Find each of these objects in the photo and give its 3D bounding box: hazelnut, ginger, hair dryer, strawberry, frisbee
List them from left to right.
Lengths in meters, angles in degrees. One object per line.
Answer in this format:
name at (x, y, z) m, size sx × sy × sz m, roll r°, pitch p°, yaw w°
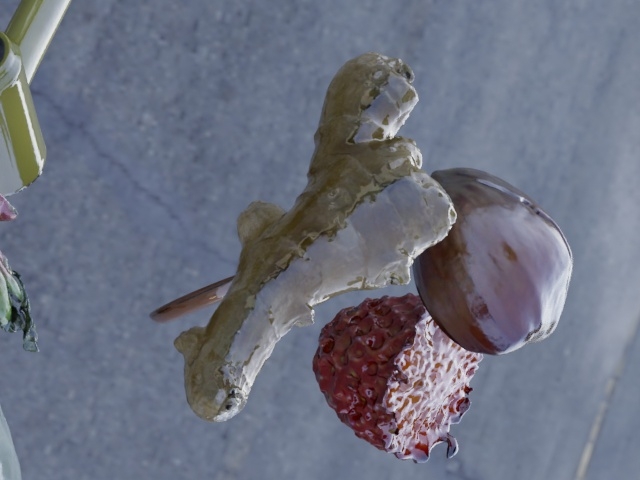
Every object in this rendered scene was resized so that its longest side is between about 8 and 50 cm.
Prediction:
hair dryer at (-0.268, -0.183, 1.414) m, size 0.135 × 0.090 × 0.279 m, roll 85°, pitch 17°, yaw -50°
frisbee at (-0.043, 0.029, 1.491) m, size 0.251 × 0.251 × 0.021 m, roll -20°, pitch 89°, yaw -60°
ginger at (0.000, 0.000, 1.163) m, size 0.334 × 0.148 × 0.081 m, roll -52°, pitch 168°, yaw -24°
strawberry at (0.087, 0.151, 1.960) m, size 0.234 × 0.178 × 0.234 m, roll -31°, pitch 131°, yaw -44°
hazelnut at (0.185, 0.017, 1.732) m, size 0.212 × 0.181 × 0.181 m, roll -56°, pitch 154°, yaw -70°

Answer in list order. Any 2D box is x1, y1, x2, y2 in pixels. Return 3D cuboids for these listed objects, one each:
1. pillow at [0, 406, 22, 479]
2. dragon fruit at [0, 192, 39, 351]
pillow at (-0.335, 0.172, 1.540) m, size 0.128 × 0.051 × 0.229 m, roll 41°, pitch 32°, yaw -75°
dragon fruit at (-0.280, -0.005, 1.122) m, size 0.137 × 0.135 × 0.236 m, roll -46°, pitch 113°, yaw -50°
